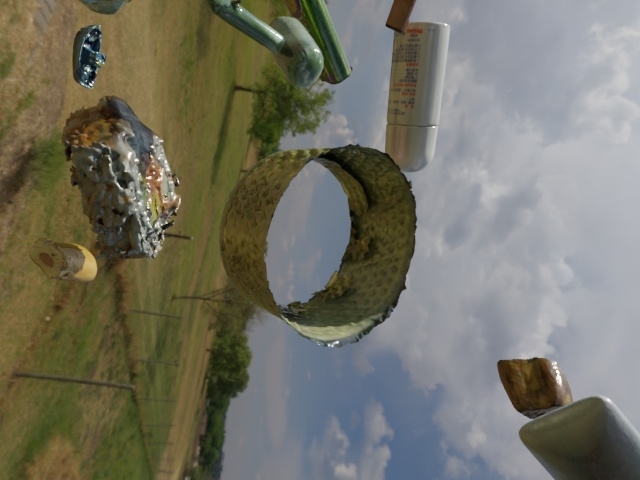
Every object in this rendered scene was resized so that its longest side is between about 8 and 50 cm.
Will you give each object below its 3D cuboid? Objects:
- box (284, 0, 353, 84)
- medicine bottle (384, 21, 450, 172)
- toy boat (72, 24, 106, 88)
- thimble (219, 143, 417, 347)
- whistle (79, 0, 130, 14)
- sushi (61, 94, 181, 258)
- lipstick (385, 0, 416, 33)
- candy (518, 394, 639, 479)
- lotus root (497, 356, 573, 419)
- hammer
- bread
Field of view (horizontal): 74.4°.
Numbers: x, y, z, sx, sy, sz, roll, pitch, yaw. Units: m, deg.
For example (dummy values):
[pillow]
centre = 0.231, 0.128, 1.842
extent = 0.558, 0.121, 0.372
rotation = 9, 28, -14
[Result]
[box]
centre = -0.013, -0.657, 1.297
extent = 0.134, 0.097, 0.346
rotation = 45, -8, 45
[medicine bottle]
centre = 0.230, -0.337, 1.031
extent = 0.130, 0.130, 0.342
rotation = -111, -158, -70
[toy boat]
centre = -0.515, -0.412, 0.944
extent = 0.060, 0.060, 0.137
rotation = -31, 137, -75
[thimble]
centre = 0.000, 0.000, 0.608
extent = 0.150, 0.270, 0.271
rotation = 15, -84, 52
[whistle]
centre = -0.288, -0.363, 0.559
extent = 0.253, 0.101, 0.106
rotation = 30, -35, 55
[sushi]
centre = -0.496, -0.139, 1.077
extent = 0.417, 0.175, 0.418
rotation = 171, -90, -88
[lipstick]
centre = 0.180, -0.503, 0.854
extent = 0.045, 0.045, 0.145
rotation = -59, 174, -37
[candy]
centre = 0.386, 0.308, 0.586
extent = 0.138, 0.174, 0.071
rotation = -41, 180, 28
[lotus root]
centre = 0.474, 0.318, 0.902
extent = 0.135, 0.159, 0.096
rotation = -62, 176, -62
[hammer]
centre = -0.139, -0.522, 1.049
extent = 0.119, 0.335, 0.207
rotation = -45, -122, 25
[bread]
centre = -0.725, 0.056, 1.208
extent = 0.085, 0.134, 0.173
rotation = -49, 172, -2
